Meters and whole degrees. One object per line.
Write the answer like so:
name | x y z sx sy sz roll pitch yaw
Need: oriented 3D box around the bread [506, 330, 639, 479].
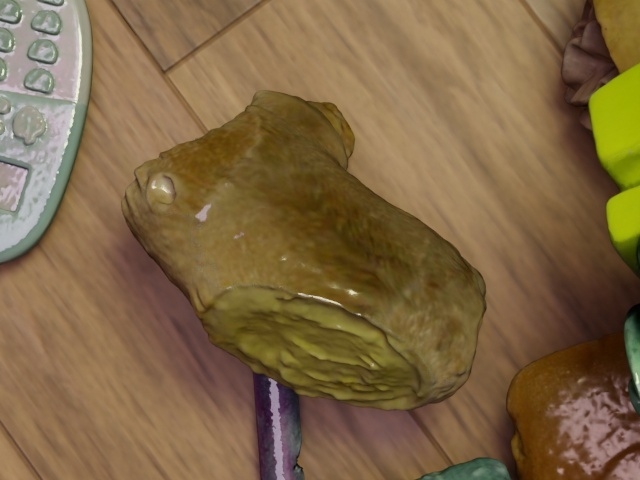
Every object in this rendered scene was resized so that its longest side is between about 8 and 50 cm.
bread | 0.228 0.182 0.990 0.174 0.121 0.245 -13 89 -3

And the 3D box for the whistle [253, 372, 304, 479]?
whistle | -0.031 0.124 1.035 0.033 0.033 0.176 -4 86 0

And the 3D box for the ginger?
ginger | 0.000 0.000 0.995 0.276 0.130 0.221 21 46 -17

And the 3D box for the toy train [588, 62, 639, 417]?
toy train | 0.309 0.059 0.854 0.179 0.442 0.272 -24 44 27

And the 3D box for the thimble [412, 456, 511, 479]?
thimble | 0.092 0.272 0.944 0.143 0.198 0.235 -20 85 0

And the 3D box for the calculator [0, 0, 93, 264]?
calculator | -0.267 -0.084 1.046 0.184 0.042 0.295 16 84 1

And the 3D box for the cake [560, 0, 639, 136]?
cake | 0.257 -0.127 0.998 0.208 0.178 0.185 -2 69 -38
